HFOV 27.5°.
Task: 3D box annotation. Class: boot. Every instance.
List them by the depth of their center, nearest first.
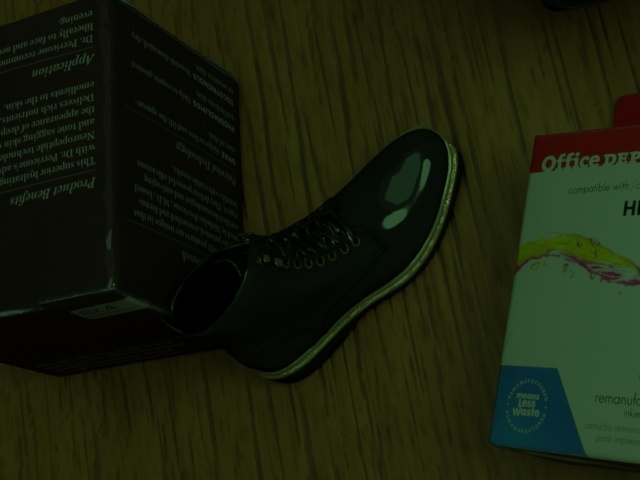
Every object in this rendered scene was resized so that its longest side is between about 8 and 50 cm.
[{"bbox_3d":[0.000,0.000,0.811,0.077,0.137,0.198,37,93,30],"label":"boot"}]

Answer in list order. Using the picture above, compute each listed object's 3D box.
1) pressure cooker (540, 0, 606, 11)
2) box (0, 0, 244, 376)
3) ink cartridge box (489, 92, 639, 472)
[{"bbox_3d":[0.155,-0.350,0.670,0.420,0.375,0.369,2,67,51],"label":"pressure cooker"},{"bbox_3d":[-0.162,-0.029,0.885,0.168,0.167,0.203,-11,71,24],"label":"box"},{"bbox_3d":[0.181,0.011,0.725,0.134,0.078,0.231,-3,73,50],"label":"ink cartridge box"}]
